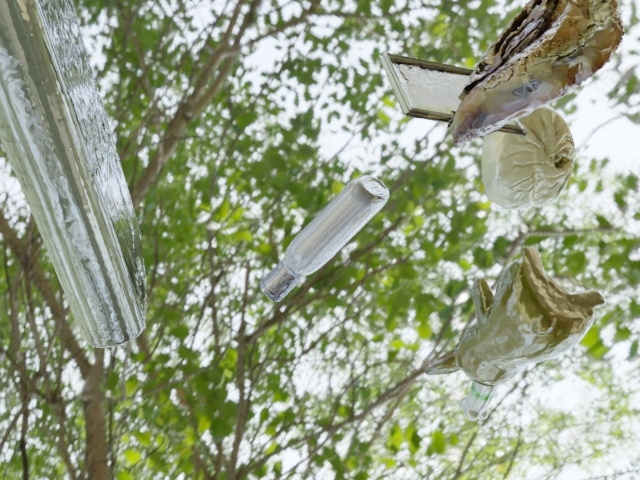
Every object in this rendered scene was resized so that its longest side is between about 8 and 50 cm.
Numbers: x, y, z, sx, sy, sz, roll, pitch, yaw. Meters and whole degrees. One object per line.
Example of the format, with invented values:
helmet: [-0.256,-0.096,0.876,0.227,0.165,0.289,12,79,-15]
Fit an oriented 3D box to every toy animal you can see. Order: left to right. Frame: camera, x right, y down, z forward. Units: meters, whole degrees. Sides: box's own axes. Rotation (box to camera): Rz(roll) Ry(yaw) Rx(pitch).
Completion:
toy animal: [0.325,0.170,1.552,0.181,0.363,0.180,32,-127,-5]

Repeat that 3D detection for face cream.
face cream: [0.000,0.000,1.583,0.071,0.291,0.144,49,-161,9]

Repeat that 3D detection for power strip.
power strip: [-0.124,-0.064,0.401,0.034,0.268,0.092,-10,-136,-4]

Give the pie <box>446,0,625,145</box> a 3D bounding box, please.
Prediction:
pie: [0.274,-0.237,1.142,0.085,0.308,0.308,40,-135,-10]

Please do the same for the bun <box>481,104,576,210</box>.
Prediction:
bun: [0.426,-0.167,1.754,0.145,0.229,0.229,14,-148,39]

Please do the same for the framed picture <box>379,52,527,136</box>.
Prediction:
framed picture: [0.205,-0.240,1.396,0.197,0.014,0.252,8,-149,-12]
